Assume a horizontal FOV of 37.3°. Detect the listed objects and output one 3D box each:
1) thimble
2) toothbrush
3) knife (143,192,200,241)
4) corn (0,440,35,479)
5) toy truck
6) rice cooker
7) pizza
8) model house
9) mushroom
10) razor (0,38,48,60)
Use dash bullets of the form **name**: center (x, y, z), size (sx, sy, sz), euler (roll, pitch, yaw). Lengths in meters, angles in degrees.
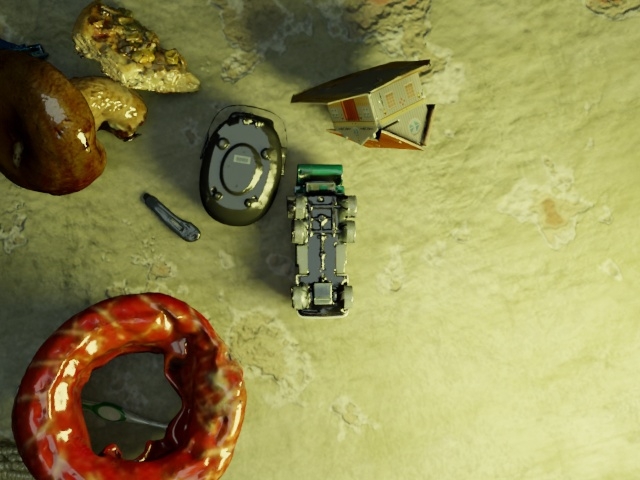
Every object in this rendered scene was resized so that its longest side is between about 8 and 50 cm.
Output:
- **thimble**: center (-0.294, 0.260, 1.460), size (0.350, 0.230, 0.349), euler (4, 76, -15)
- **toothbrush**: center (-0.361, 0.286, 1.589), size (0.304, 0.030, 0.030), euler (14, 88, -3)
- **knife**: center (-0.254, -0.040, 1.607), size (0.121, 0.018, 0.031), euler (41, 94, -2)
- **corn**: center (-0.494, 0.372, 1.557), size (0.211, 0.087, 0.087), euler (4, 89, 2)
- **toy truck**: center (0.000, 0.000, 1.572), size (0.114, 0.124, 0.253), euler (0, 91, -3)
- **rice cooker**: center (-0.130, -0.123, 1.566), size (0.142, 0.118, 0.202), euler (10, 92, -3)
- **pizza**: center (-0.304, -0.313, 1.552), size (0.226, 0.147, 0.069), euler (39, 125, 0)
- **model house**: center (0.075, -0.202, 1.562), size (0.207, 0.219, 0.135), euler (-30, 111, -30)
- **mushroom**: center (-0.437, -0.197, 1.503), size (0.268, 0.254, 0.267), euler (6, 124, 9)
- **razor**: center (-0.589, -0.416, 1.577), size (0.056, 0.093, 0.324), euler (-38, 88, 32)
